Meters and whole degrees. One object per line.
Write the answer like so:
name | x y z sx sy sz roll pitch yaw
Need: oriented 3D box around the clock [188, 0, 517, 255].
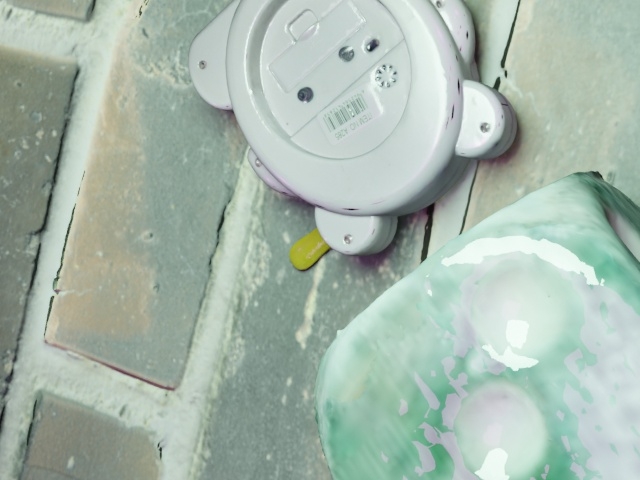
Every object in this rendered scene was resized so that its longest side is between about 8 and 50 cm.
clock | 0.036 -0.169 1.446 0.295 0.113 0.322 -40 74 19

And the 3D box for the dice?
dice | 0.215 0.155 1.227 0.328 0.330 0.348 -39 71 19

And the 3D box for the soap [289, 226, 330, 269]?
soap | 0.000 0.000 1.510 0.089 0.012 0.034 -40 72 19
